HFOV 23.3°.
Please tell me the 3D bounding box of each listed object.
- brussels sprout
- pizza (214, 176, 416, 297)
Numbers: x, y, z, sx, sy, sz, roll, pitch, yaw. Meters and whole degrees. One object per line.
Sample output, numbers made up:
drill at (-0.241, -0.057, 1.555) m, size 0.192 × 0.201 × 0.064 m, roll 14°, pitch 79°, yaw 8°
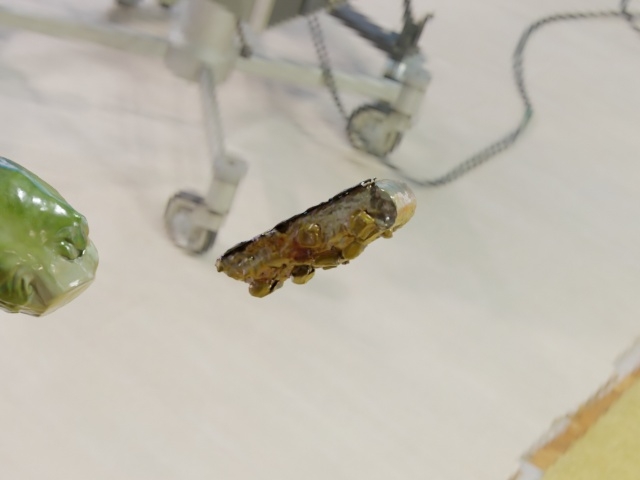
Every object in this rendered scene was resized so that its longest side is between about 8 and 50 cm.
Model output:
brussels sprout at (-0.260, -0.002, 1.281) m, size 0.117 × 0.155 × 0.155 m, roll -39°, pitch 59°, yaw -11°
pizza at (0.000, 0.000, 0.972) m, size 0.131 × 0.178 × 0.041 m, roll -22°, pitch 87°, yaw -25°
